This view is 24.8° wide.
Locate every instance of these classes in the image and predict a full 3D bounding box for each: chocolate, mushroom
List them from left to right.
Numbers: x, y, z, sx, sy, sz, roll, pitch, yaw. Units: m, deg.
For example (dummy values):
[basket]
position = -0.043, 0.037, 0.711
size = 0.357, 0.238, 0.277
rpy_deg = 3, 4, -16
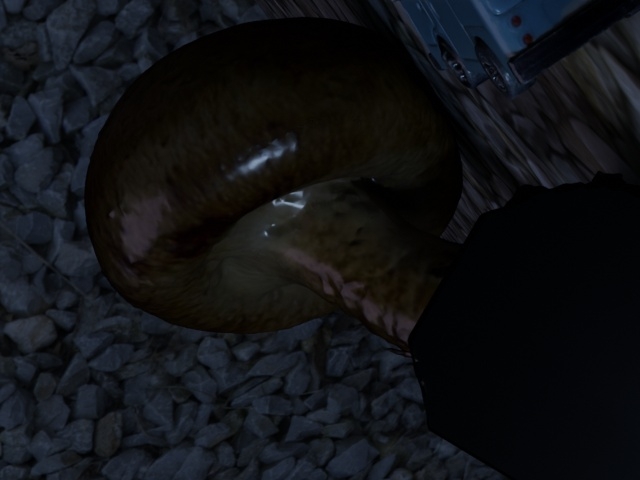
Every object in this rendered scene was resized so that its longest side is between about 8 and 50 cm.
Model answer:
[mushroom]
position = -0.001, -0.003, 1.181
size = 0.356, 0.334, 0.331
rpy_deg = 61, -178, 5
[chocolate]
position = 0.134, 0.036, 0.715
size = 0.156, 0.156, 0.133
rpy_deg = 51, -162, 1

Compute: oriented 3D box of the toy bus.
[toy bus]
position = 0.059, -0.096, 0.499
size = 0.075, 0.060, 0.123
rpy_deg = 56, 178, -12
